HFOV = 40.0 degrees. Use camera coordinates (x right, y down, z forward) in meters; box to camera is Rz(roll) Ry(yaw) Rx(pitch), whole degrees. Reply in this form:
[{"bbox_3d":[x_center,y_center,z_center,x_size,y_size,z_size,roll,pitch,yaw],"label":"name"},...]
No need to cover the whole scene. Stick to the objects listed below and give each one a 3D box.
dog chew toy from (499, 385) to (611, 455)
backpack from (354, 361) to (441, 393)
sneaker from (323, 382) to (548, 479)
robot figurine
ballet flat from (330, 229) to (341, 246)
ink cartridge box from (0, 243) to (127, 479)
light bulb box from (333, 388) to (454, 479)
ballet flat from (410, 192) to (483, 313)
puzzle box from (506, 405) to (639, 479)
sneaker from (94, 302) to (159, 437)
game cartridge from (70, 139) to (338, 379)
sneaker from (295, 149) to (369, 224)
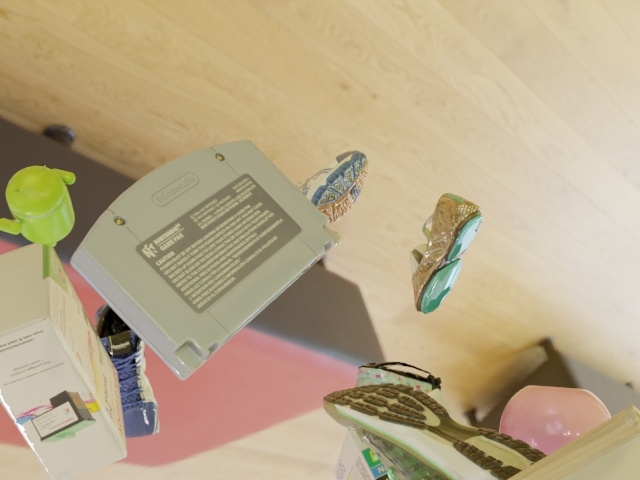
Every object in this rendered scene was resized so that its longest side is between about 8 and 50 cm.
[{"bbox_3d":[0.428,0.435,1.603,0.206,0.332,0.206,4,170,1],"label":"dog chew toy"},{"bbox_3d":[0.167,0.345,2.022,0.182,0.115,0.152,19,156,-22],"label":"backpack"},{"bbox_3d":[0.151,0.350,1.335,0.158,0.410,0.182,-4,109,-46],"label":"sneaker"},{"bbox_3d":[-0.325,-0.040,1.022,0.101,0.067,0.115,-49,163,-26],"label":"robot figurine"},{"bbox_3d":[0.000,0.000,1.816,0.052,0.057,0.168,-15,-170,-17],"label":"ballet flat"},{"bbox_3d":[-0.382,0.173,1.250,0.117,0.201,0.278,-20,125,-5],"label":"ink cartridge box"},{"bbox_3d":[0.216,0.572,1.903,0.225,0.361,0.358,-21,154,-16],"label":"light bulb box"},{"bbox_3d":[0.159,0.014,1.182,0.073,0.067,0.206,-23,147,-36],"label":"ballet flat"},{"bbox_3d":[0.419,0.399,1.137,0.409,0.052,0.272,39,117,-21],"label":"puzzle box"},{"bbox_3d":[-0.434,0.272,1.902,0.127,0.315,0.182,-10,170,-12],"label":"sneaker"},{"bbox_3d":[-0.125,0.001,0.987,0.297,0.198,0.062,-40,171,-47],"label":"game cartridge"},{"bbox_3d":[-0.041,-0.070,1.603,0.296,0.131,0.112,-46,143,-14],"label":"sneaker"}]
